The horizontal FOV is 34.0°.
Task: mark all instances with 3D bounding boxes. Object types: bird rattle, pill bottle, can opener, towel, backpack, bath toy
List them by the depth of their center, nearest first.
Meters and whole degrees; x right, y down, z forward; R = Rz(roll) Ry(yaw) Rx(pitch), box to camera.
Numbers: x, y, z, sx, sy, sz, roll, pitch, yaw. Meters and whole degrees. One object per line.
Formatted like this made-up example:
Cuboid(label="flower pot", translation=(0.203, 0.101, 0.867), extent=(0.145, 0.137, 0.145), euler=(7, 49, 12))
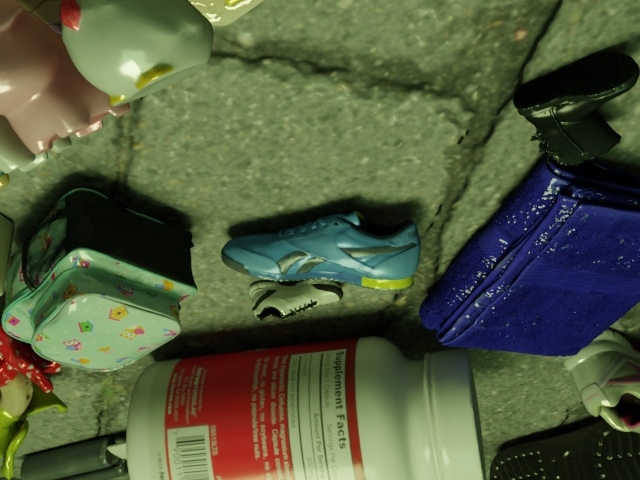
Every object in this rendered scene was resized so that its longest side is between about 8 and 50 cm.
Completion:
Cuboid(label="bath toy", translation=(-0.237, -0.129, 0.816), extent=(0.348, 0.151, 0.129), euler=(-21, 97, 38))
Cuboid(label="backpack", translation=(-0.237, 0.054, 1.085), extent=(0.166, 0.144, 0.188), euler=(20, 144, -40))
Cuboid(label="towel", translation=(0.267, 0.037, 1.133), extent=(0.228, 0.076, 0.308), euler=(12, 143, -17))
Cuboid(label="bird rattle", translation=(-0.411, 0.170, 1.266), extent=(0.207, 0.143, 0.253), euler=(15, 142, 2))
Cuboid(label="pill bottle", translation=(-0.011, 0.240, 1.286), extent=(0.408, 0.229, 0.229), euler=(-7, 145, 9))
Cuboid(label="can opener", translation=(-0.318, 0.344, 1.544), extent=(0.284, 0.095, 0.076), euler=(-17, 142, 21))

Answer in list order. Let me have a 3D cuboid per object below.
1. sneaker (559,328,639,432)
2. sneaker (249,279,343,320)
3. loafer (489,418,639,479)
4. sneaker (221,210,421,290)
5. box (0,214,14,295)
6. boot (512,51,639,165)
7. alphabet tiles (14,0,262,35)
Cuboid(label="sneaker", translation=(0.418, 0.199, 1.344), extent=(0.252, 0.111, 0.103), euler=(14, 143, -21))
Cuboid(label="sneaker", translation=(-0.027, 0.071, 1.202), extent=(0.109, 0.043, 0.040), euler=(-5, 143, 3))
Cuboid(label="loafer", translation=(0.432, 0.320, 1.533), extent=(0.366, 0.133, 0.130), euler=(-14, 168, 34))
Cuboid(label="sneaker", translation=(0.000, 0.000, 1.094), extent=(0.210, 0.069, 0.082), euler=(4, 113, 7))
Cuboid(label="box", translation=(-0.460, 0.039, 1.095), extent=(0.275, 0.094, 0.113), euler=(-20, 142, 25))
Cuboid(label="boot", translation=(0.242, -0.114, 0.940), extent=(0.121, 0.045, 0.099), euler=(-16, 141, 32))
Cuboid(label="alphabet tiles", translation=(-0.176, -0.234, 0.772), extent=(0.278, 0.021, 0.284), euler=(-27, 138, 32))
